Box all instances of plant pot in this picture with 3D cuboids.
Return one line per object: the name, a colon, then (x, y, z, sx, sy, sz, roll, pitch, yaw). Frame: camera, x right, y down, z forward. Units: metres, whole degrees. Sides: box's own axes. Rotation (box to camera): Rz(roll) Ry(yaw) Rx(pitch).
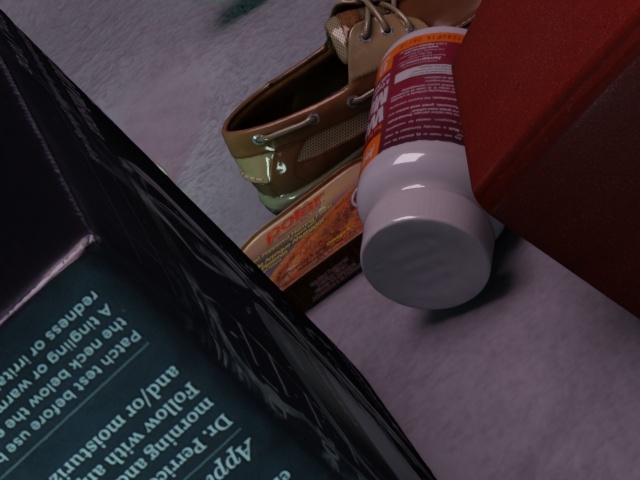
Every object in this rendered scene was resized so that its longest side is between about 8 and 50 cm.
plant pot: (0.239, -0.104, 1.352, 0.236, 0.267, 0.267, -44, 28, 27)

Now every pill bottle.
pill bottle: (0.093, -0.059, 1.572, 0.121, 0.121, 0.221, -24, 36, 30)

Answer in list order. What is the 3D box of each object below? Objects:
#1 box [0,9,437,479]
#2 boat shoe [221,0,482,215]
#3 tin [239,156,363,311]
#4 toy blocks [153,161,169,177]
box: (-0.145, 0.139, 1.266, 0.297, 0.472, 0.480, -41, 31, 2)
boat shoe: (0.053, -0.153, 1.732, 0.324, 0.120, 0.122, -40, 31, 6)
tin: (0.000, 0.000, 1.692, 0.190, 0.040, 0.106, -36, 36, 12)
toy blocks: (-0.227, -0.043, 1.987, 0.123, 0.054, 0.148, -48, 31, -9)
